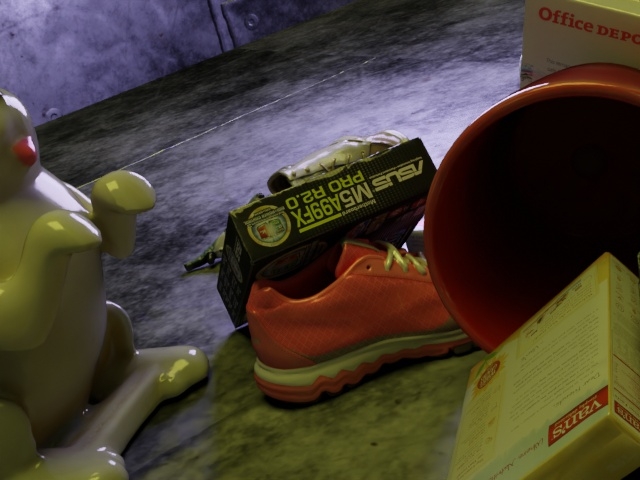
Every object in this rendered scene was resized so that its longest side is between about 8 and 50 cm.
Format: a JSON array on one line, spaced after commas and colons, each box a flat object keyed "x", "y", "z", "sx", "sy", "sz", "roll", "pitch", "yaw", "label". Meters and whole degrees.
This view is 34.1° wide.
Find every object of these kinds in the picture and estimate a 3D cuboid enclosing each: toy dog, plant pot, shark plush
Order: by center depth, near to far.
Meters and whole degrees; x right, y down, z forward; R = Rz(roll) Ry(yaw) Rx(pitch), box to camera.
[{"x": 0.248, "y": -0.043, "z": 0.969, "sx": 0.275, "sy": 0.275, "sz": 0.243, "roll": -8, "pitch": 20, "yaw": 22, "label": "plant pot"}, {"x": -0.339, "y": 0.022, "z": 1.046, "sx": 0.395, "sy": 0.408, "sz": 0.284, "roll": -3, "pitch": 24, "yaw": 30, "label": "toy dog"}, {"x": -0.114, "y": 0.004, "z": 1.470, "sx": 0.161, "sy": 0.073, "sz": 0.067, "roll": -44, "pitch": 7, "yaw": -13, "label": "shark plush"}]

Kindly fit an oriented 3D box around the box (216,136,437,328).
[{"x": 0.000, "y": 0.000, "z": 1.142, "sx": 0.216, "sy": 0.060, "sz": 0.270, "roll": -23, "pitch": -14, "yaw": -16, "label": "box"}]

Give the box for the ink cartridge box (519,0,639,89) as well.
[{"x": 0.334, "y": -0.176, "z": 1.149, "sx": 0.171, "sy": 0.233, "sz": 0.168, "roll": 25, "pitch": 43, "yaw": 34, "label": "ink cartridge box"}]

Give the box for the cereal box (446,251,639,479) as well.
[{"x": 0.171, "y": 0.125, "z": 0.791, "sx": 0.173, "sy": 0.047, "sz": 0.240, "roll": -46, "pitch": 7, "yaw": 29, "label": "cereal box"}]

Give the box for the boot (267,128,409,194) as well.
[{"x": 0.031, "y": -0.103, "z": 1.557, "sx": 0.165, "sy": 0.077, "sz": 0.213, "roll": -27, "pitch": 18, "yaw": -28, "label": "boot"}]

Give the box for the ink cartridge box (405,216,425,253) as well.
[{"x": 0.266, "y": -0.051, "z": 1.271, "sx": 0.185, "sy": 0.065, "sz": 0.311, "roll": 6, "pitch": 28, "yaw": 44, "label": "ink cartridge box"}]

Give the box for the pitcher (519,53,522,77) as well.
[{"x": 0.441, "y": -0.282, "z": 1.666, "sx": 0.177, "sy": 0.125, "sz": 0.207, "roll": -6, "pitch": 6, "yaw": -15, "label": "pitcher"}]

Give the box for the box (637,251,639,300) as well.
[{"x": 0.363, "y": 0.085, "z": 0.695, "sx": 0.270, "sy": 0.165, "sz": 0.143, "roll": -10, "pitch": 21, "yaw": 19, "label": "box"}]

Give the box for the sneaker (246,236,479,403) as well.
[{"x": 0.072, "y": 0.051, "z": 1.045, "sx": 0.314, "sy": 0.136, "sz": 0.116, "roll": -21, "pitch": 22, "yaw": -11, "label": "sneaker"}]
